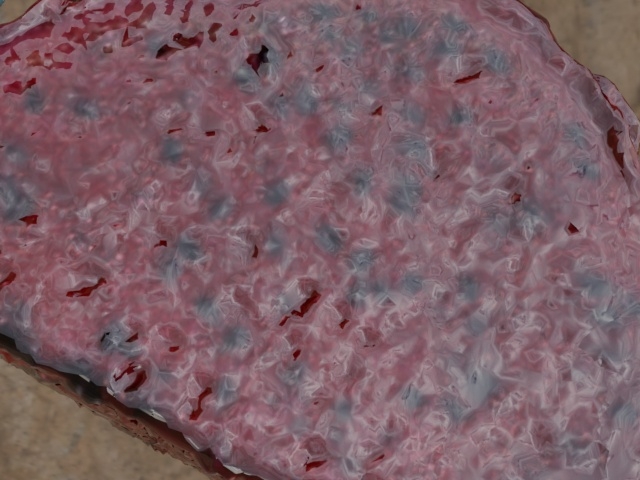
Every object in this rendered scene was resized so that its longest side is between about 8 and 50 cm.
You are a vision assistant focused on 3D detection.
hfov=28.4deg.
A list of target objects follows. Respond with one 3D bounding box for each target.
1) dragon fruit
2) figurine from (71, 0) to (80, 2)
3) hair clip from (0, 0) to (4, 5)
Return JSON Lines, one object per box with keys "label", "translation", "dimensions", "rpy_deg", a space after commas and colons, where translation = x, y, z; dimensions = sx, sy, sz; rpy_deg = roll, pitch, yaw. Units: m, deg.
{"label": "dragon fruit", "translation": [0.000, 0.000, 0.496], "dimensions": [0.317, 0.152, 0.205], "rpy_deg": [29, 77, 2]}
{"label": "figurine", "translation": [-0.097, -0.124, 0.785], "dimensions": [0.240, 0.115, 0.175], "rpy_deg": [-63, 157, -53]}
{"label": "hair clip", "translation": [-0.378, -0.152, 1.159], "dimensions": [0.318, 0.238, 0.392], "rpy_deg": [51, 37, -25]}
